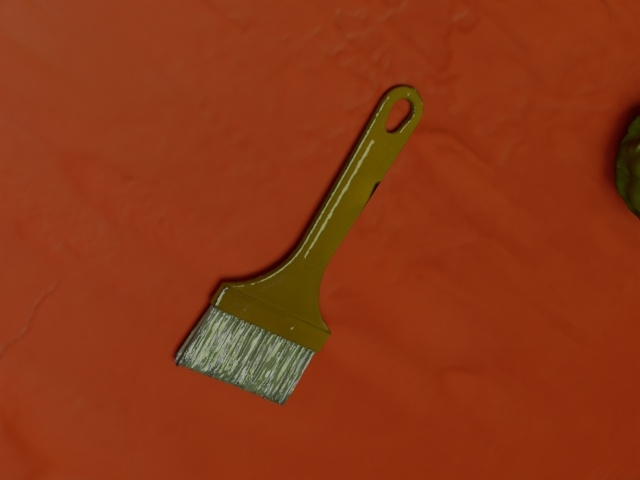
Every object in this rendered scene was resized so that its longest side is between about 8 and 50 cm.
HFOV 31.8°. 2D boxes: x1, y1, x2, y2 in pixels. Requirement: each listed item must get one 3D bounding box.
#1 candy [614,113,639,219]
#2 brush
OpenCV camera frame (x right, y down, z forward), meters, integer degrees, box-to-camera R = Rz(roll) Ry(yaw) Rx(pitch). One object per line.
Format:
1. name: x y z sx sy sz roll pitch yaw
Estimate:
1. candy: 0.273 -0.018 0.662 0.096 0.209 0.097 -20 126 -30
2. brush: 0.000 0.000 0.650 0.083 0.011 0.205 28 99 -33
